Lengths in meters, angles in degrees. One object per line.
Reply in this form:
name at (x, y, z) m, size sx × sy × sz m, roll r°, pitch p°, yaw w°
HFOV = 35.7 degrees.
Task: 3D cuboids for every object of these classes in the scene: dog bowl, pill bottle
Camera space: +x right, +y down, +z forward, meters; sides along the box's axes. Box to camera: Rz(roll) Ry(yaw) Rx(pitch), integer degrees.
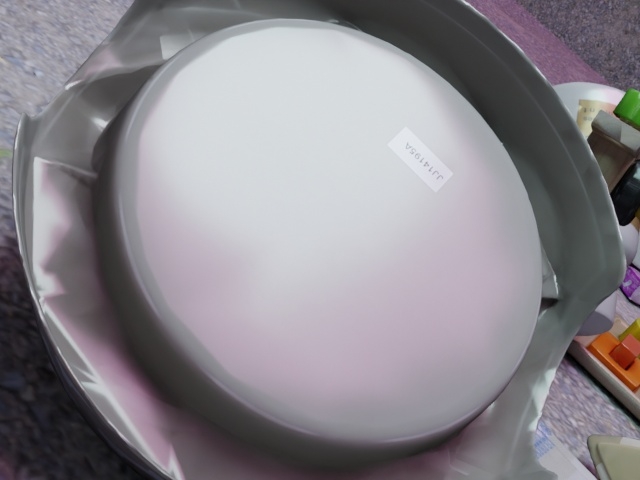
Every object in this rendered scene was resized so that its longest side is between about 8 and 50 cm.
dog bowl at (0.000, 0.000, 0.556) m, size 0.349 × 0.102 × 0.348 m, roll 11°, pitch 63°, yaw -22°
pill bottle at (0.251, -0.029, 0.988) m, size 0.131 × 0.131 × 0.229 m, roll 24°, pitch 67°, yaw -28°

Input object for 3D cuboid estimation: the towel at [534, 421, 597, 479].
towel at (0.080, 0.132, 0.696) m, size 0.285 × 0.034 × 0.209 m, roll 45°, pitch 27°, yaw 20°

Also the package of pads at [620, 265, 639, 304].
package of pads at (0.432, 0.070, 1.303) m, size 0.083 × 0.032 × 0.050 m, roll 26°, pitch 23°, yaw -27°

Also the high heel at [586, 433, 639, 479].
high heel at (0.328, 0.261, 0.793) m, size 0.261 × 0.093 × 0.186 m, roll 40°, pitch -4°, yaw 39°

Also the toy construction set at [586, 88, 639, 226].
toy construction set at (0.131, -0.062, 0.791) m, size 0.309 × 0.237 × 0.257 m, roll 22°, pitch 22°, yaw -48°

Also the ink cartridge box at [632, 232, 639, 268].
ink cartridge box at (0.481, -0.047, 1.374) m, size 0.171 × 0.168 × 0.232 m, roll 16°, pitch 21°, yaw -41°

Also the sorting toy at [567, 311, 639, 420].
sorting toy at (0.353, 0.140, 1.044) m, size 0.348 × 0.047 × 0.196 m, roll 45°, pitch 25°, yaw 16°
